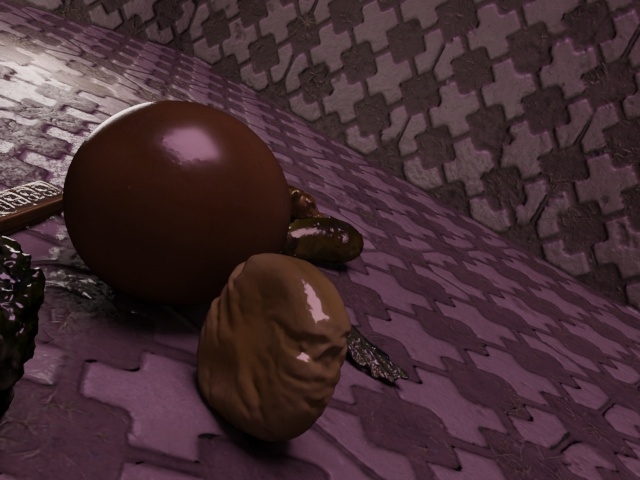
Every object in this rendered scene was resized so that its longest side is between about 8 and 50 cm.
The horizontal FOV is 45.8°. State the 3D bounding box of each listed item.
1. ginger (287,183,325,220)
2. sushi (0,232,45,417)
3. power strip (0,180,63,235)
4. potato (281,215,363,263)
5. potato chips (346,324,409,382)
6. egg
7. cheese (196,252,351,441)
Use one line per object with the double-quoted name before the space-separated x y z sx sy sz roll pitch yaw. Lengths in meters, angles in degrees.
"ginger" -0.078 -0.098 1.858 0.205 0.081 0.115 30 10 12
"sushi" -0.419 0.062 0.660 0.294 0.178 0.352 33 14 18
"power strip" -0.478 -0.046 1.164 0.064 0.044 0.305 27 16 2
"potato" 0.000 0.000 1.651 0.225 0.090 0.117 2 33 -40
"potato chips" 0.061 0.180 1.280 0.091 0.028 0.207 11 19 -38
"egg" -0.200 -0.054 1.130 0.301 0.301 0.374 32 18 23
"cheese" -0.056 0.128 0.944 0.117 0.214 0.226 17 10 -41
